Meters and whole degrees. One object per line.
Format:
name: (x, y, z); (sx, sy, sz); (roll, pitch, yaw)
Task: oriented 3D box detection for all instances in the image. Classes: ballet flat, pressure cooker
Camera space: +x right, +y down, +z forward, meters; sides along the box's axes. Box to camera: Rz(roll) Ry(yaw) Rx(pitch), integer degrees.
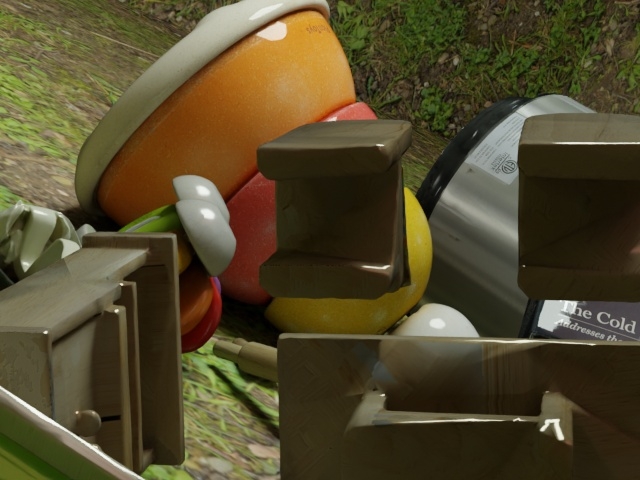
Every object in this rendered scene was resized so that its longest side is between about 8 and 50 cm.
ballet flat: (-0.233, 0.031, 1.128); (0.095, 0.096, 0.280); (16, 19, -44)
pressure cooker: (0.343, 0.056, 1.654); (0.420, 0.370, 0.375); (33, 17, 32)

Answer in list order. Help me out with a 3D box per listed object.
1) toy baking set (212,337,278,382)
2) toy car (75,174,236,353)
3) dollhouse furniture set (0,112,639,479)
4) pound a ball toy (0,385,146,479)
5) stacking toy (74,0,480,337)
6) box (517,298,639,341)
toy baking set: (0.029, 0.119, 1.281); (0.256, 0.030, 0.196); (13, 7, 44)
toy car: (-0.145, 0.034, 1.254); (0.136, 0.159, 0.182); (62, 1, -21)
dollhouse furniture set: (0.005, 0.105, 0.830); (0.394, 0.362, 0.256); (1, 11, 10)
pound a ball toy: (-0.204, 0.178, 0.635); (0.319, 0.136, 0.208); (31, 38, 6)
stacking toy: (0.000, 0.000, 1.462); (0.480, 0.350, 0.350); (49, 16, 8)
box: (0.369, 0.084, 1.281); (0.343, 0.179, 0.312); (18, 46, 6)
